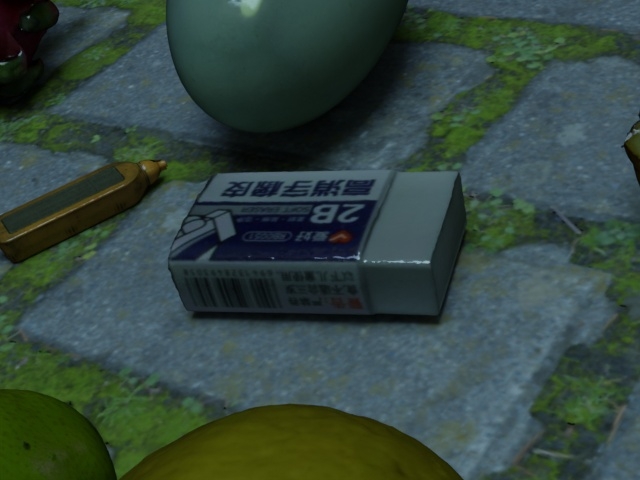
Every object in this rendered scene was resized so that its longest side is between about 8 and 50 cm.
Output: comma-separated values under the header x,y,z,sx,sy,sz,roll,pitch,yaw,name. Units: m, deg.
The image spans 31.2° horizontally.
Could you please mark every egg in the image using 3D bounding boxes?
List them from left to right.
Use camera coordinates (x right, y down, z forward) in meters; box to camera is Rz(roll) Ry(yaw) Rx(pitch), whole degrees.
x,y,z,sx,sy,sz,roll,pitch,yaw,name
-0.029,-0.248,1.106,0.229,0.230,0.371,-2,42,19,egg

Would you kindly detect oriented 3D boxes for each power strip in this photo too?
x,y,z,sx,sy,sz,roll,pitch,yaw,name
-0.222,-0.033,1.060,0.178,0.028,0.049,-28,37,-16,power strip

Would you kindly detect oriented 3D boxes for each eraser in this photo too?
x,y,z,sx,sy,sz,roll,pitch,yaw,name
0.000,0.000,0.899,0.210,0.068,0.124,0,36,20,eraser

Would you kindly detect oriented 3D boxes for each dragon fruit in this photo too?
x,y,z,sx,sy,sz,roll,pitch,yaw,name
-0.398,-0.266,1.299,0.218,0.198,0.273,-31,38,36,dragon fruit

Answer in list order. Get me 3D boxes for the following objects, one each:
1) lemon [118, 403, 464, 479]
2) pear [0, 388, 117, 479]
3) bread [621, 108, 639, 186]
x,y,z,sx,sy,sz,roll,pitch,yaw,name
-0.019,0.197,0.508,0.235,0.236,0.263,8,12,30,lemon
-0.201,0.175,0.642,0.187,0.188,0.219,4,17,25,pear
0.330,-0.085,0.806,0.236,0.070,0.236,-34,30,22,bread
